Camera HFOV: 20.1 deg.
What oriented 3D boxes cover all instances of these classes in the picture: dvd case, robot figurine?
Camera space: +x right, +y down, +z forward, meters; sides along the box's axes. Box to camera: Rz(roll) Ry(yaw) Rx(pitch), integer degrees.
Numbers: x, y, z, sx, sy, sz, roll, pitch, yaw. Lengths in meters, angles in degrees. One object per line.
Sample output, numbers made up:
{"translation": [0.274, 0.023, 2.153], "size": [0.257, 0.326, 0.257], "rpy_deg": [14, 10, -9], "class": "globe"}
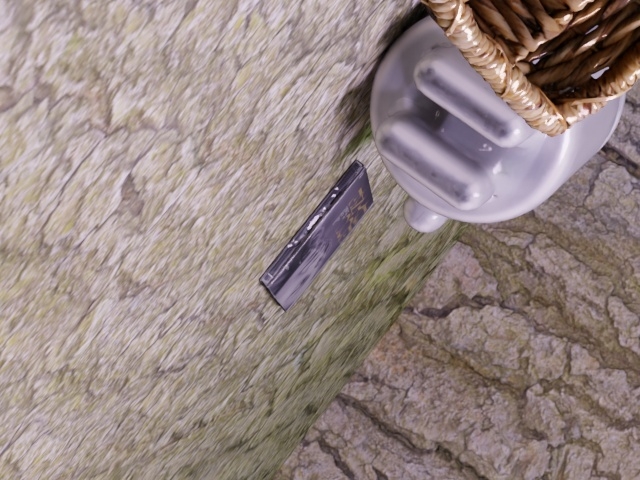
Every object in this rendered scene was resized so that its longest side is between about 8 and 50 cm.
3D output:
{"translation": [0.000, 0.000, 1.982], "size": [0.164, 0.018, 0.221], "rpy_deg": [-51, 172, -5], "class": "dvd case"}
{"translation": [0.174, -0.138, 1.707], "size": [0.300, 0.200, 0.353], "rpy_deg": [-55, 171, 26], "class": "robot figurine"}

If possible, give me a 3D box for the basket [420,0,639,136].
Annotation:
{"translation": [0.174, -0.232, 1.042], "size": [0.299, 0.223, 0.213], "rpy_deg": [-38, 174, 9], "class": "basket"}
